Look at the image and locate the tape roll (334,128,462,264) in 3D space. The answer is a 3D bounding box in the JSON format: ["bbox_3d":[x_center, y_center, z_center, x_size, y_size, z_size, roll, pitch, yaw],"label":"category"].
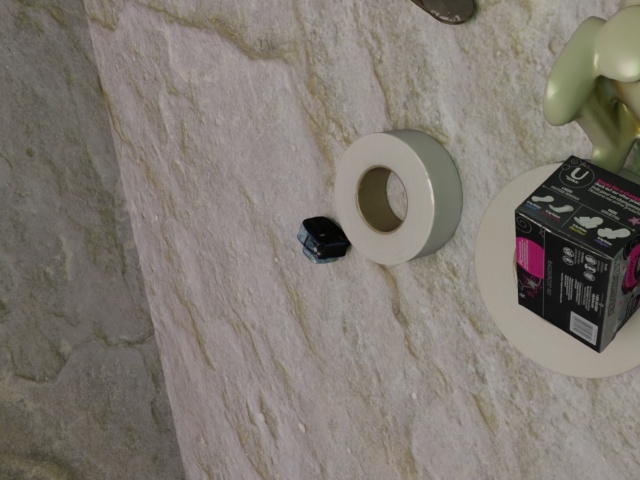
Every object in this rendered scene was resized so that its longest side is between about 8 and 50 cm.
[{"bbox_3d":[0.160,-0.095,1.509,0.286,0.100,0.287,17,114,44],"label":"tape roll"}]

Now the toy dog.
[{"bbox_3d":[0.580,-0.207,0.925,0.407,0.284,0.396,24,78,43],"label":"toy dog"}]

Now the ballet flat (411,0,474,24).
[{"bbox_3d":[0.204,-0.492,1.386,0.250,0.058,0.084,39,92,27],"label":"ballet flat"}]

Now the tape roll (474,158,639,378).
[{"bbox_3d":[0.453,0.050,1.251,0.392,0.072,0.392,17,113,45],"label":"tape roll"}]

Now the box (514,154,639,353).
[{"bbox_3d":[0.403,0.023,1.063,0.163,0.142,0.247,34,158,36],"label":"box"}]

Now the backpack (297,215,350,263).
[{"bbox_3d":[0.000,0.000,1.709,0.114,0.105,0.084,48,131,34],"label":"backpack"}]
